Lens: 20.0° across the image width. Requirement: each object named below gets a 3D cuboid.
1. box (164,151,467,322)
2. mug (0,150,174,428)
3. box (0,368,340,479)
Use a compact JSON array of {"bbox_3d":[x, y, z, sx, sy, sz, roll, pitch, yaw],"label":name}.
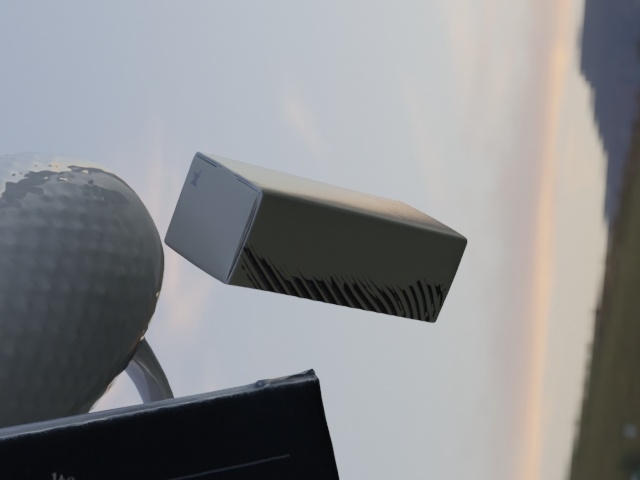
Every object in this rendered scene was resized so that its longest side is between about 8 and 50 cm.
[{"bbox_3d":[0.000,0.000,1.682,0.275,0.113,0.094,12,-77,-42],"label":"box"},{"bbox_3d":[-0.284,0.105,1.707,0.374,0.276,0.328,54,-131,-5],"label":"mug"},{"bbox_3d":[-0.129,0.296,0.963,0.212,0.293,0.395,-25,75,63],"label":"box"}]
